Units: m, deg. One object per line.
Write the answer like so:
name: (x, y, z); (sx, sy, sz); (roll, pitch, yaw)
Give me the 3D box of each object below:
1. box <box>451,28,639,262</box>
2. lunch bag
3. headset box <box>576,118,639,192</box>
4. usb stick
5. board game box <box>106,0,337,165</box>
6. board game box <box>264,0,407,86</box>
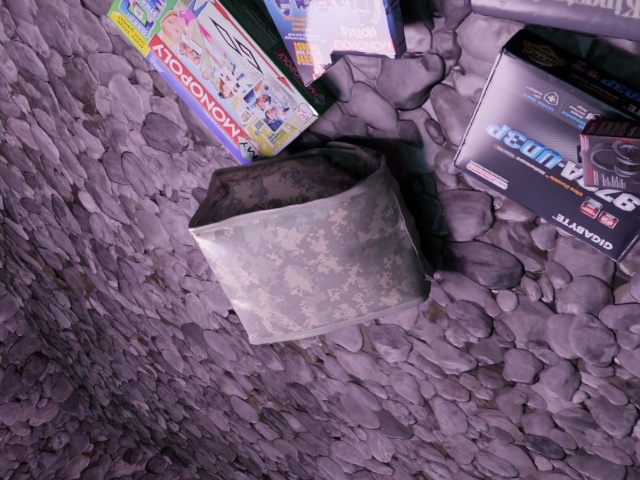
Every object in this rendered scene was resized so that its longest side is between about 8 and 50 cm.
box: (0.266, -0.097, 0.813); (0.220, 0.051, 0.175); (33, 144, 13)
lunch bag: (0.000, 0.000, 1.077); (0.287, 0.169, 0.235); (-10, 126, 20)
headset box: (0.288, -0.081, 0.734); (0.083, 0.032, 0.062); (11, 133, 35)
usb stick: (0.259, -0.220, 0.692); (0.278, 0.045, 0.077); (21, 141, 30)
board game box: (-0.145, -0.256, 1.062); (0.317, 0.046, 0.213); (48, 145, -7)
board game box: (0.014, -0.270, 0.874); (0.194, 0.060, 0.194); (15, 138, 34)
